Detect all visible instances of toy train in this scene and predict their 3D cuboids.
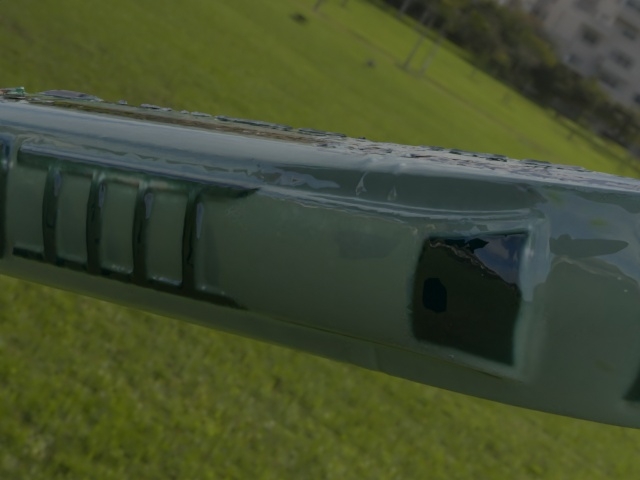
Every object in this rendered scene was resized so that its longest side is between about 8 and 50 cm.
[{"bbox_3d":[0.000,0.000,0.556,0.407,0.086,0.088,11,8,36],"label":"toy train"}]
